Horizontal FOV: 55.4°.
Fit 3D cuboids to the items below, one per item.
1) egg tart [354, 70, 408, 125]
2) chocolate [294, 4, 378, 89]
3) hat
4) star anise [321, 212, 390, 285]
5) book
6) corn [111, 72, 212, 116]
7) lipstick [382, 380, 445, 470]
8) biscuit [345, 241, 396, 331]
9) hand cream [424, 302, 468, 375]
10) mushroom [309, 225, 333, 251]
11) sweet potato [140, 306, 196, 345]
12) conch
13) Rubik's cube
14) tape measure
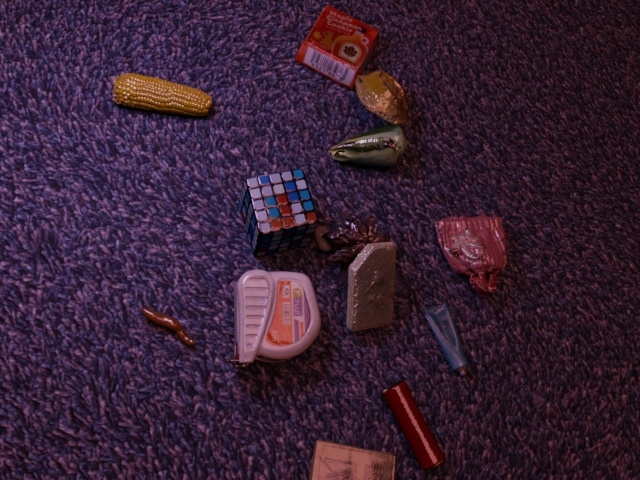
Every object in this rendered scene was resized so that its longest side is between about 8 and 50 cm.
[{"bbox_3d":[0.220,-0.490,2.048,0.231,0.098,0.252,39,35,-5],"label":"egg tart"},{"bbox_3d":[0.064,-0.682,2.134,0.237,0.108,0.235,27,63,0],"label":"chocolate"},{"bbox_3d":[0.498,0.040,1.938,0.236,0.107,0.287,-4,64,-4],"label":"hat"},{"bbox_3d":[0.125,0.026,1.824,0.223,0.109,0.236,52,61,-18],"label":"star anise"},{"bbox_3d":[0.085,0.637,1.636,0.230,0.026,0.161,13,65,-8],"label":"book"},{"bbox_3d":[-0.492,-0.452,1.905,0.304,0.106,0.106,8,66,-11],"label":"corn"},{"bbox_3d":[0.258,0.513,1.701,0.080,0.080,0.241,-23,75,-21],"label":"lipstick"},{"bbox_3d":[0.150,0.132,1.768,0.150,0.052,0.253,-3,101,-29],"label":"biscuit"},{"bbox_3d":[0.389,0.299,1.844,0.083,0.048,0.224,-14,67,-16],"label":"hand cream"},{"bbox_3d":[0.000,0.000,1.862,0.079,0.085,0.085,-27,72,22],"label":"mushroom"},{"bbox_3d":[-0.414,0.231,1.676,0.179,0.044,0.044,33,64,-5],"label":"sweet potato"},{"bbox_3d":[0.167,-0.302,1.976,0.250,0.137,0.144,-7,47,-21],"label":"conch"},{"bbox_3d":[-0.126,-0.080,1.796,0.182,0.184,0.187,-11,73,-18],"label":"Rubik's cube"},{"bbox_3d":[-0.134,0.218,1.704,0.264,0.130,0.259,3,70,-18],"label":"tape measure"}]
